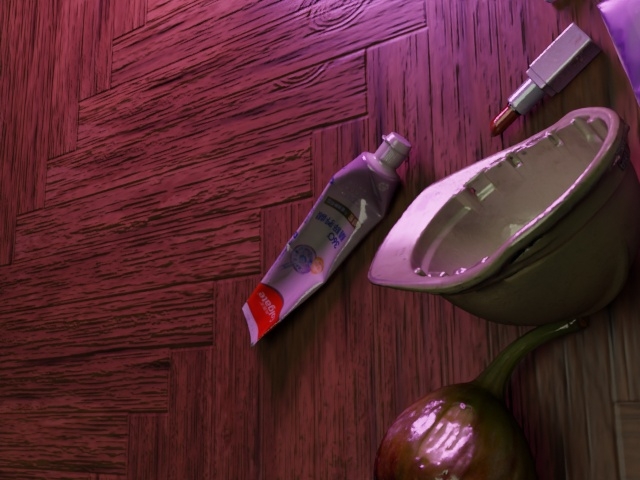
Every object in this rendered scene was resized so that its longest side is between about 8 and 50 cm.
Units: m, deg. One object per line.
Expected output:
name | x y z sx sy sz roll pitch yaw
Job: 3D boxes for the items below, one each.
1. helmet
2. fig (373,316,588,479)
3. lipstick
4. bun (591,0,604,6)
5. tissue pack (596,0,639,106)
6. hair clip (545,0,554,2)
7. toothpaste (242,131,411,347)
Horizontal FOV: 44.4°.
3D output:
helmet | 0.182 0.008 0.685 0.257 0.137 0.204 -24 23 50
fig | 0.149 0.156 0.697 0.149 0.149 0.245 25 79 40
lipstick | 0.210 -0.149 0.761 0.129 0.030 0.030 -46 56 22
bun | 0.288 -0.275 0.670 0.166 0.113 0.173 -17 68 36
tissue pack | 0.400 -0.132 0.519 0.338 0.160 0.242 -26 66 32
hair clip | 0.235 -0.293 0.775 0.039 0.030 0.115 21 92 59
toothpaste | 0.000 0.000 0.894 0.301 0.048 0.075 -51 58 22
